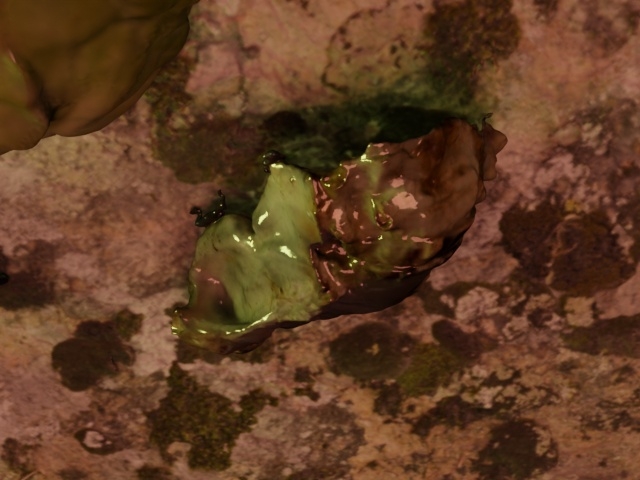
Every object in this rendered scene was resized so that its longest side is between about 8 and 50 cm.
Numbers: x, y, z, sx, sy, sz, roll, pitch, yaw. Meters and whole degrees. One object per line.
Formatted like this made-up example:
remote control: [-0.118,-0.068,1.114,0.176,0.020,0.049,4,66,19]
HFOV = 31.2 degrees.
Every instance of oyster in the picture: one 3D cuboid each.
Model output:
oyster: [-0.005,0.001,0.928,0.337,0.133,0.198,-27,152,33]

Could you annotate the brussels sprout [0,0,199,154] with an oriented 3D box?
brussels sprout: [-0.217,-0.214,0.701,0.328,0.247,0.328,1,142,1]

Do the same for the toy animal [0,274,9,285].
toy animal: [-0.379,0.116,1.047,0.079,0.070,0.253,5,121,-52]
